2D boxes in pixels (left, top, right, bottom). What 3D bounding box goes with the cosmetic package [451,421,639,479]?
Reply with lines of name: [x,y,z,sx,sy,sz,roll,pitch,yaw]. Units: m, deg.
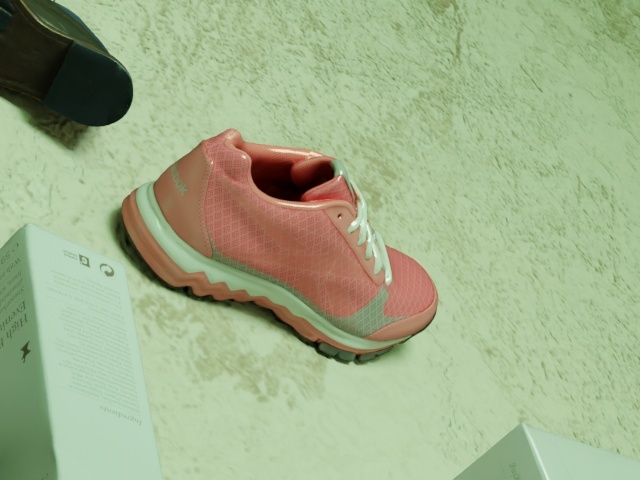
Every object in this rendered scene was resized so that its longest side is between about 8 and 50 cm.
cosmetic package: [0.251,0.289,1.498,0.365,0.155,0.197,20,38,-40]

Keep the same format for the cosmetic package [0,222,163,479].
cosmetic package: [-0.169,0.114,1.219,0.085,0.117,0.231,25,31,-31]

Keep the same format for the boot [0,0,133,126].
boot: [-0.246,-0.164,1.583,0.219,0.082,0.106,35,6,-8]

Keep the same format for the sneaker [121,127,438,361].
sneaker: [0.000,0.000,1.585,0.314,0.136,0.116,19,37,-39]
